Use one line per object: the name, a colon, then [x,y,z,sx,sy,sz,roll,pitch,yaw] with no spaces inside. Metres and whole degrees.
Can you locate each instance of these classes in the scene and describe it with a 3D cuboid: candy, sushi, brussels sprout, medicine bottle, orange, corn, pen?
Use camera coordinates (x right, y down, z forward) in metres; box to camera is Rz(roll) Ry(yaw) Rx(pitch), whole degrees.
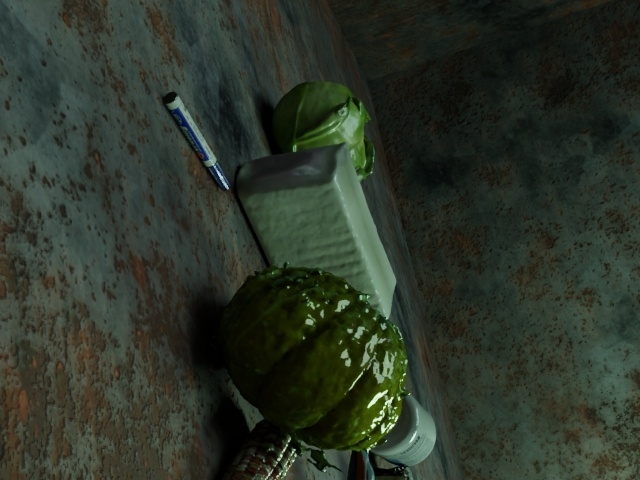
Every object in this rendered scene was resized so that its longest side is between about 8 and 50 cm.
candy: [-0.003,0.001,1.509,0.145,0.208,0.358,-74,148,-57]
sushi: [0.174,0.562,1.842,0.094,0.084,0.098,11,68,-75]
brussels sprout: [0.008,-0.230,1.811,0.294,0.227,0.259,-105,-175,-52]
medicine bottle: [0.183,0.443,1.865,0.288,0.157,0.157,52,25,-61]
orange: [0.003,0.161,1.136,0.300,0.223,0.301,44,3,14]
corn: [-0.085,0.304,1.064,0.237,0.079,0.079,-36,109,-73]
pen: [-0.194,-0.153,1.271,0.204,0.025,0.025,62,17,-44]

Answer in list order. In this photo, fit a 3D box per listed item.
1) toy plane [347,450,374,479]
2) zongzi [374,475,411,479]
toy plane: [0.048,0.482,1.322,0.223,0.104,0.326,59,22,-51]
zongzi: [0.145,0.621,1.615,0.242,0.112,0.221,80,16,-48]
